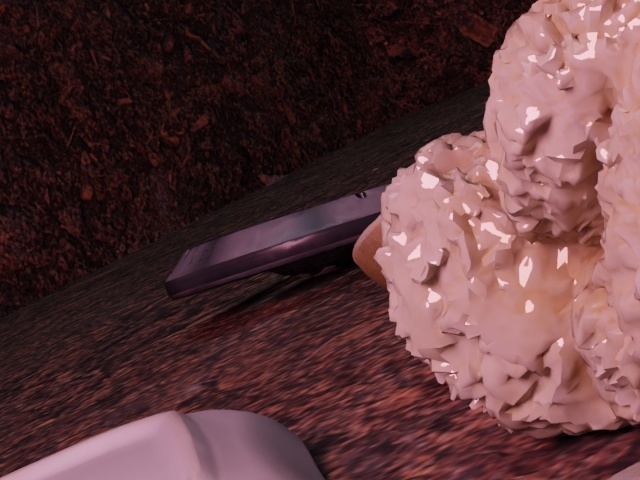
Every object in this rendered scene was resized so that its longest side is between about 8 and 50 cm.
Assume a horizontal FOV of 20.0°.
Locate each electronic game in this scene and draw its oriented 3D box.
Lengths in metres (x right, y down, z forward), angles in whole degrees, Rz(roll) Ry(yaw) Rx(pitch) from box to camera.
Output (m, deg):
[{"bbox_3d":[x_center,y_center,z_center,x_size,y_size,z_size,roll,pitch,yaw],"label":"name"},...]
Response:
[{"bbox_3d":[0.000,0.000,1.284,0.229,0.048,0.229,-17,0,0],"label":"electronic game"}]

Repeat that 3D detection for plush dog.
[{"bbox_3d":[0.110,-0.075,0.466,0.262,0.225,0.210,-23,4,7],"label":"plush dog"}]

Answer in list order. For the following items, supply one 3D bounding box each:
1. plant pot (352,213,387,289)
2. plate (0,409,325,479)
[{"bbox_3d":[0.127,-0.023,0.683,0.236,0.032,0.236,-20,-13,-5],"label":"plant pot"},{"bbox_3d":[-0.124,0.121,0.562,0.277,0.045,0.278,-25,4,-6],"label":"plate"}]
